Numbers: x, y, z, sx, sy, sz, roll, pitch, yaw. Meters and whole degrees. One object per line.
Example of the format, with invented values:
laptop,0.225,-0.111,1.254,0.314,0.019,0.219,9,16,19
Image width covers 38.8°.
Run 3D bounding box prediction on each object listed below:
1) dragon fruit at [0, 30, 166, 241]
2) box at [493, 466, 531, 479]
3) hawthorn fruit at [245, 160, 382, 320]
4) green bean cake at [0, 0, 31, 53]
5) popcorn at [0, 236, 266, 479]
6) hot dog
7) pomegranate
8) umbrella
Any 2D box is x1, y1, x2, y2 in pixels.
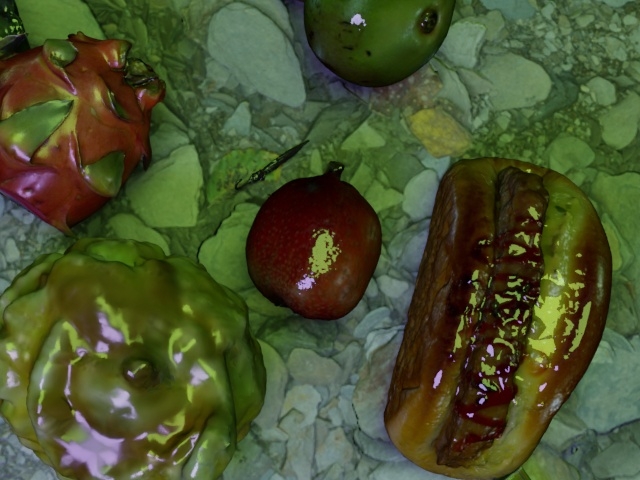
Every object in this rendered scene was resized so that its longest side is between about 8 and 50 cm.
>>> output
dragon fruit,-0.295,-0.131,1.039,0.224,0.224,0.227,25,83,-3
box,0.170,0.434,1.088,0.311,0.043,0.173,-34,86,-14
hawthorn fruit,0.000,0.000,1.080,0.169,0.169,0.188,25,92,-3
green bean cake,-0.470,-0.262,1.086,0.214,0.113,0.200,-23,85,-11
popcorn,-0.199,0.146,0.985,0.335,0.274,0.279,34,48,-9
hot dog,0.212,0.081,1.072,0.185,0.223,0.405,16,78,-8
pomegranate,0.039,-0.287,1.137,0.241,0.190,0.159,26,101,-4
umbrella,-0.062,-0.096,1.168,0.122,0.022,0.013,-33,60,-23
